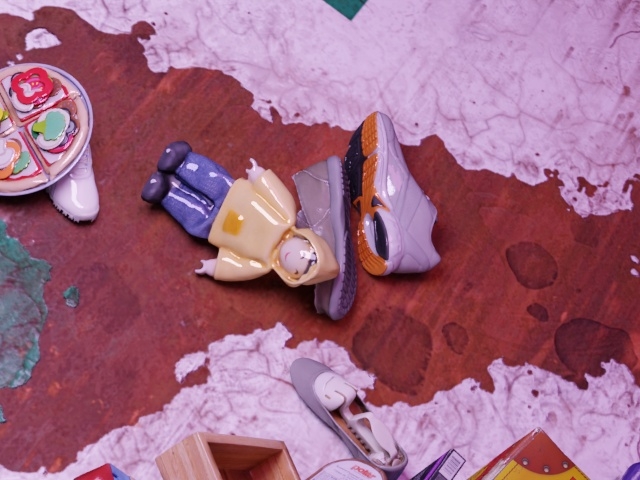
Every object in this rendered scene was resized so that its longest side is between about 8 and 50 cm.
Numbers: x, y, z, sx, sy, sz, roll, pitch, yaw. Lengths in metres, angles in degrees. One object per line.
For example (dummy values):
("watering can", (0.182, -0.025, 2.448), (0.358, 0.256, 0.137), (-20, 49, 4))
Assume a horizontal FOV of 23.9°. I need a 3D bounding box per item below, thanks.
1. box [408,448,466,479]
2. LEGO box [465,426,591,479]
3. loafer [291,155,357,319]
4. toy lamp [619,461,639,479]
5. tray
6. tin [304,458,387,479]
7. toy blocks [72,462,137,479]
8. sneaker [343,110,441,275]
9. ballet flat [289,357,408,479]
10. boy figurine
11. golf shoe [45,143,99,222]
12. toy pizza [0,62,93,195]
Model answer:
("box", (0.114, 0.340, 1.943), (0.029, 0.162, 0.116), (43, 53, 0))
("LEGO box", (0.303, 0.513, 1.783), (0.500, 0.372, 0.193), (47, 60, 6))
("loafer", (0.000, 0.000, 2.157), (0.087, 0.094, 0.251), (-7, 61, 10))
("toy lamp", (0.522, 0.323, 2.198), (0.274, 0.080, 0.080), (-26, 74, -36))
("tray", (-0.039, 0.422, 1.727), (0.203, 0.076, 0.411), (19, 40, -60))
("tin", (0.009, 0.345, 1.935), (0.106, 0.040, 0.189), (27, 44, 35))
("toy blocks", (-0.211, 0.404, 1.656), (0.190, 0.261, 0.381), (-26, 57, 7))
("sneaker", (0.113, -0.065, 2.242), (0.121, 0.099, 0.263), (7, 66, -30))
("ballet flat", (0.043, 0.232, 2.034), (0.072, 0.068, 0.213), (-31, 77, -36))
("boy figurine", (-0.106, -0.016, 2.067), (0.285, 0.177, 0.092), (34, 8, 12))
("golf shoe", (-0.340, -0.112, 2.055), (0.069, 0.086, 0.176), (-10, 67, -32))
("toy pizza", (-0.405, -0.154, 2.026), (0.201, 0.032, 0.201), (-3, 66, 7))
